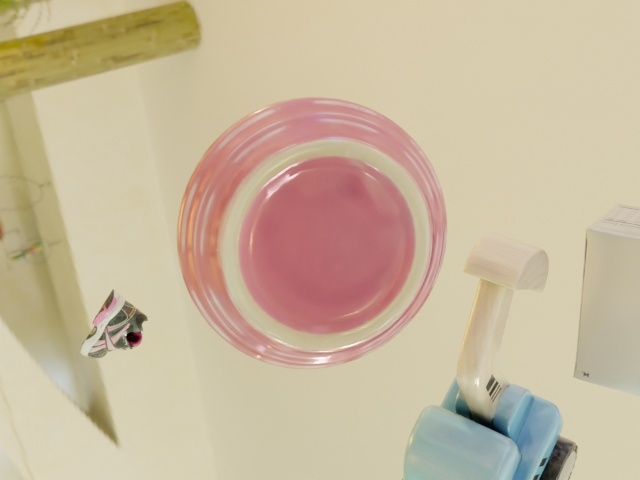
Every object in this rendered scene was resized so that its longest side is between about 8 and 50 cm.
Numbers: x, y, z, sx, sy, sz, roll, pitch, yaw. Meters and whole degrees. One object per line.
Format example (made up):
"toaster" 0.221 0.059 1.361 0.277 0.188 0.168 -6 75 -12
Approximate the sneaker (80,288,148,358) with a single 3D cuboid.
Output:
"sneaker" -0.315 0.147 1.391 0.077 0.072 0.178 31 -32 -6

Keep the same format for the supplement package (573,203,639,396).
"supplement package" 0.527 0.100 1.411 0.204 0.145 0.262 13 -65 34

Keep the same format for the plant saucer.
"plant saucer" 0.000 0.000 1.061 0.084 0.332 0.332 -139 -146 -72

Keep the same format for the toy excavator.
"toy excavator" 0.245 0.259 1.344 0.222 0.433 0.445 22 -16 30
